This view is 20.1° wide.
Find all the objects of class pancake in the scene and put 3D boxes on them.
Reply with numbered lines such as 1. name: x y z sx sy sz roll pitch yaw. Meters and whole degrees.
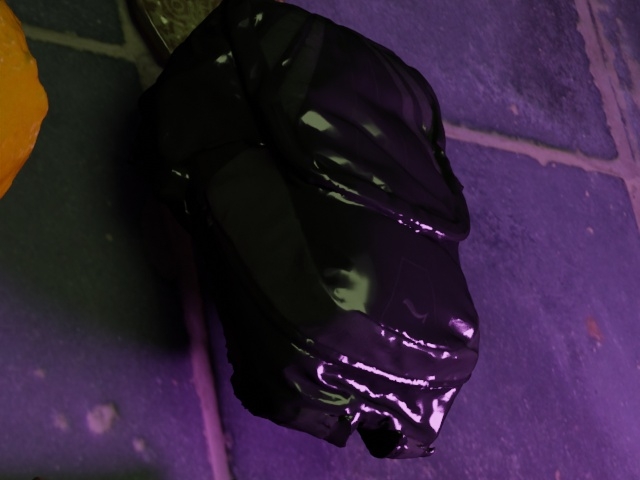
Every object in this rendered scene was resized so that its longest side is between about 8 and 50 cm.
1. pancake: -0.112 -0.245 1.937 0.235 0.029 0.212 35 45 -27

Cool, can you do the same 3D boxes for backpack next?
1. backpack: 0.000 0.000 1.736 0.363 0.255 0.445 21 39 -38

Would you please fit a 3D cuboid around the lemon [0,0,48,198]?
1. lemon: -0.353 -0.133 1.472 0.233 0.233 0.288 -29 86 -50

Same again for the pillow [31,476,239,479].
1. pillow: -0.136 0.305 1.533 0.236 0.084 0.223 9 58 -46
